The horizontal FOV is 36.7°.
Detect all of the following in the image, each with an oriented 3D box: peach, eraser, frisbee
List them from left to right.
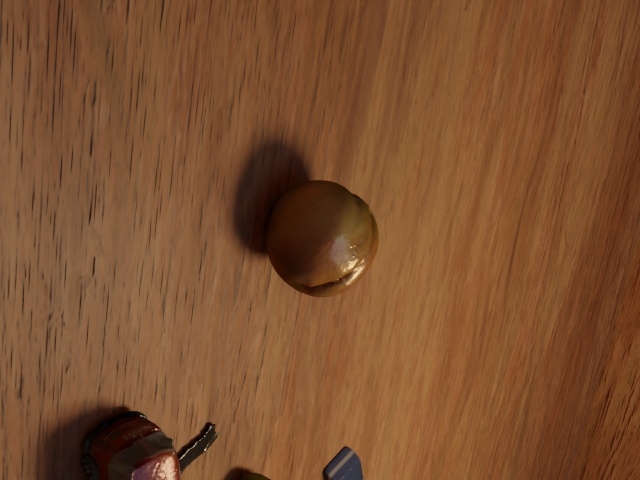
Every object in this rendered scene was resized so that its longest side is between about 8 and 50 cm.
[{"bbox_3d":[-0.230,0.368,1.563,0.187,0.012,0.211,-38,137,-38],"label":"frisbee"},{"bbox_3d":[0.000,0.000,1.527,0.184,0.184,0.184,-31,133,-41],"label":"peach"},{"bbox_3d":[0.057,0.536,2.038,0.082,0.036,0.225,-41,138,-34],"label":"eraser"}]

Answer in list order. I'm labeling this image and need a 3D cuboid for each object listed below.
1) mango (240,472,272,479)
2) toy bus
[{"bbox_3d":[-0.123,0.562,1.744,0.176,0.119,0.317,-10,108,-49],"label":"mango"},{"bbox_3d":[-0.262,0.388,1.409,0.121,0.120,0.265,-19,116,-39],"label":"toy bus"}]
